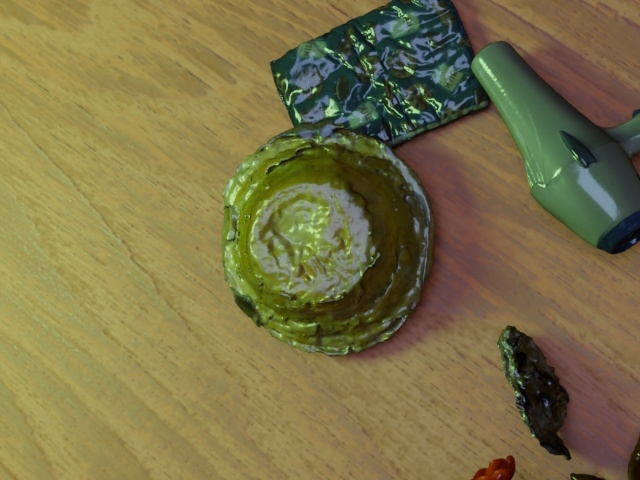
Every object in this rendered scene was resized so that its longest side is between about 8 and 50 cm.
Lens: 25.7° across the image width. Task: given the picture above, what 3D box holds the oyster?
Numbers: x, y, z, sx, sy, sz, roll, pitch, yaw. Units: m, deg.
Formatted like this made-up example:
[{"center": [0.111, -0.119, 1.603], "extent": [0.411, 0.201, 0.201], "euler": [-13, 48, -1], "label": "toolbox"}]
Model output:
[{"center": [0.254, 0.178, 1.650], "extent": [0.056, 0.105, 0.177], "euler": [-36, 52, 21], "label": "oyster"}]

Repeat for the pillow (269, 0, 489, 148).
[{"center": [0.074, -0.205, 1.795], "extent": [0.255, 0.034, 0.189], "euler": [-25, 74, 12], "label": "pillow"}]

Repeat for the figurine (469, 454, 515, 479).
[{"center": [0.206, 0.421, 1.525], "extent": [0.411, 0.241, 0.306], "euler": [31, 102, 34], "label": "figurine"}]

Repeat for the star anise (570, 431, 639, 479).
[{"center": [0.377, 0.313, 1.585], "extent": [0.196, 0.111, 0.212], "euler": [56, 136, 34], "label": "star anise"}]

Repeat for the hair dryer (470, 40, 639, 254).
[{"center": [0.327, -0.167, 1.693], "extent": [0.296, 0.119, 0.298], "euler": [35, 77, 17], "label": "hair dryer"}]

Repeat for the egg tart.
[{"center": [0.000, 0.000, 1.722], "extent": [0.294, 0.116, 0.295], "euler": [0, 91, 15], "label": "egg tart"}]
